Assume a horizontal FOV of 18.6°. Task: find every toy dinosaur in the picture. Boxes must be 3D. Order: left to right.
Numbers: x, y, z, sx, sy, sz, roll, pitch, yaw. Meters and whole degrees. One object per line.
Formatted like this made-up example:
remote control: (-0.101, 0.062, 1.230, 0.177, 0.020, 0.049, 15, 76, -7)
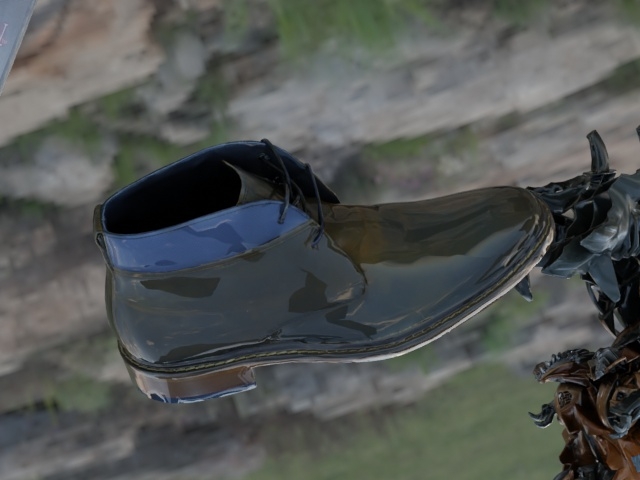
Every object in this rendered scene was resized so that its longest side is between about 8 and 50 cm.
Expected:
toy dinosaur: (0.209, 0.052, 1.184, 0.164, 0.218, 0.322, -31, -161, 53)

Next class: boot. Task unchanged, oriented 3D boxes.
boot: (0.000, 0.000, 0.914, 0.219, 0.082, 0.106, -20, 134, -1)

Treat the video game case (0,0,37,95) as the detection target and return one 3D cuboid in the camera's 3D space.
video game case: (-0.269, -0.094, 1.183, 0.196, 0.026, 0.274, 15, 99, -59)
